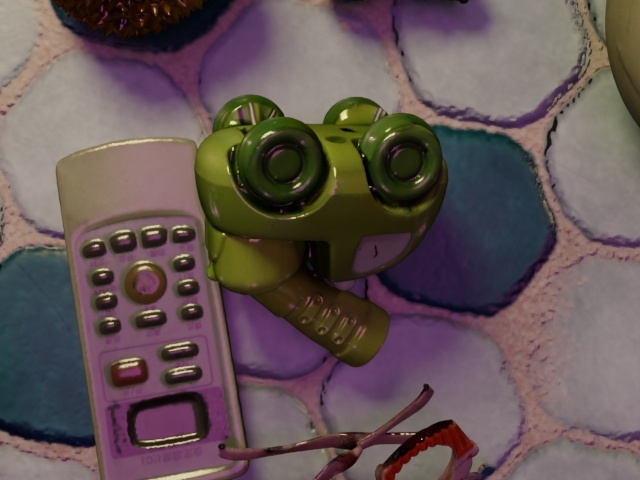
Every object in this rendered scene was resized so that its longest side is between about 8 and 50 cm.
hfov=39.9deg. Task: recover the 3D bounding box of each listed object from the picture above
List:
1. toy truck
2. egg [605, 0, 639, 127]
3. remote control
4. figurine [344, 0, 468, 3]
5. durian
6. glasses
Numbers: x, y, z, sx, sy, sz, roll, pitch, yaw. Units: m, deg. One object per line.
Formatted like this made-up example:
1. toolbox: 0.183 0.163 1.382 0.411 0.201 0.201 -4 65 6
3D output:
1. toy truck: -0.012 -0.015 0.682 0.187 0.148 0.210 15 103 -22
2. egg: 0.341 -0.154 0.685 0.219 0.219 0.269 -37 87 -6
3. remote control: -0.136 0.059 0.714 0.123 0.038 0.285 -8 87 -5
4. figurine: 0.059 -0.228 0.742 0.136 0.077 0.079 19 120 -19
5. durian: -0.147 -0.239 0.689 0.168 0.137 0.158 -40 71 7
6. glasses: 0.019 0.207 0.697 0.255 0.095 0.162 -24 131 -8
